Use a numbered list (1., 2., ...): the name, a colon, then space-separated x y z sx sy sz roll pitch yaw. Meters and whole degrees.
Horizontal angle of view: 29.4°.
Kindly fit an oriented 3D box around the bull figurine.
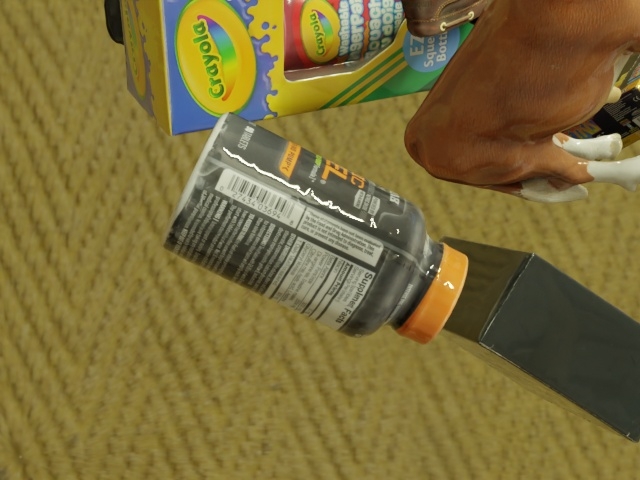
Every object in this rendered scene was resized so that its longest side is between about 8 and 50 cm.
1. bull figurine: 0.172 -0.130 0.784 0.188 0.310 0.101 15 55 -15

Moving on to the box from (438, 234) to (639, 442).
1. box: 0.208 0.088 1.205 0.184 0.261 0.103 30 87 -13

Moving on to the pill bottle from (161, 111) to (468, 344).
1. pill bottle: 0.000 0.000 1.034 0.245 0.130 0.130 26 75 -7

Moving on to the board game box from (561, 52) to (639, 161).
1. board game box: 0.268 -0.135 1.092 0.048 0.170 0.141 40 59 -11

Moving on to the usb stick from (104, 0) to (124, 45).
1. usb stick: -0.233 -0.317 1.580 0.045 0.278 0.077 -2 111 3

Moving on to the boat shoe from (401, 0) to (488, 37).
1. boat shoe: 0.136 -0.230 1.099 0.207 0.073 0.073 -25 114 -45

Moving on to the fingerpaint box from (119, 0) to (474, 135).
1. fingerpaint box: -0.009 -0.355 1.161 0.371 0.163 0.445 -12 118 -21
